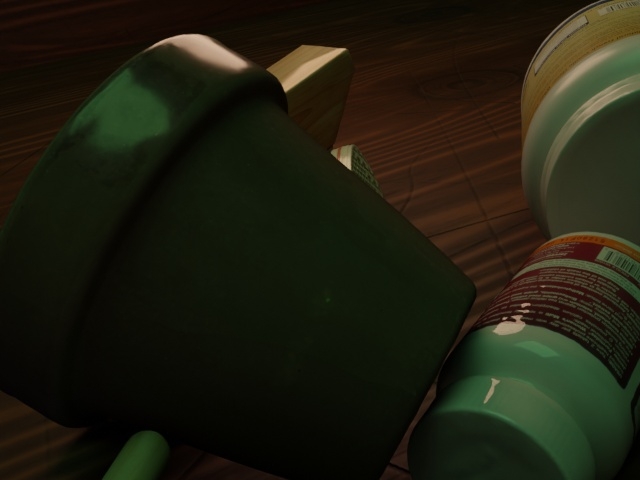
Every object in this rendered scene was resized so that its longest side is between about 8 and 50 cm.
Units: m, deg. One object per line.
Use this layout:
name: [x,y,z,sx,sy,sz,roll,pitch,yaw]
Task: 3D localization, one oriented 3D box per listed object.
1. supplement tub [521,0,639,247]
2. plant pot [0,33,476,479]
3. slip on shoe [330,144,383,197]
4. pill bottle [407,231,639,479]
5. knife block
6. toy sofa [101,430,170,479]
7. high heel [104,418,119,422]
supplement tub: [0.303,-0.094,0.767,0.228,0.228,0.316,-1,24,14]
plant pot: [-0.034,0.036,0.517,0.229,0.263,0.263,28,34,10]
slip on shoe: [0.000,0.000,0.814,0.101,0.123,0.331,-26,20,16]
pill bottle: [0.150,0.089,0.535,0.121,0.121,0.221,9,29,33]
knife block: [-0.099,-0.115,0.939,0.242,0.275,0.088,11,6,-44]
toy sofa: [-0.267,0.161,0.422,0.363,0.177,0.150,-3,18,11]
high heel: [-0.168,0.062,0.738,0.186,0.093,0.261,-23,29,-22]
